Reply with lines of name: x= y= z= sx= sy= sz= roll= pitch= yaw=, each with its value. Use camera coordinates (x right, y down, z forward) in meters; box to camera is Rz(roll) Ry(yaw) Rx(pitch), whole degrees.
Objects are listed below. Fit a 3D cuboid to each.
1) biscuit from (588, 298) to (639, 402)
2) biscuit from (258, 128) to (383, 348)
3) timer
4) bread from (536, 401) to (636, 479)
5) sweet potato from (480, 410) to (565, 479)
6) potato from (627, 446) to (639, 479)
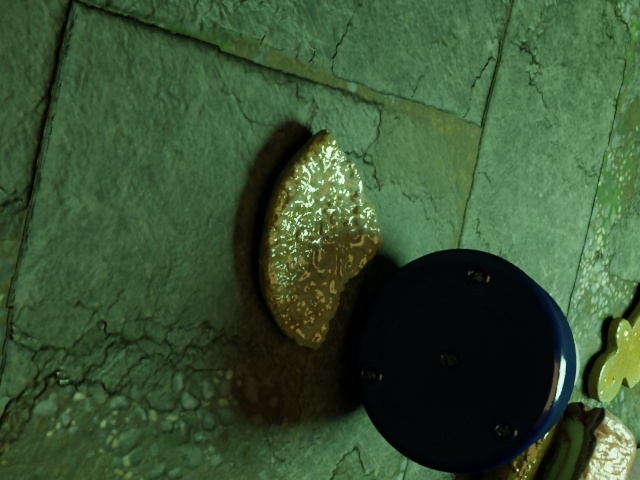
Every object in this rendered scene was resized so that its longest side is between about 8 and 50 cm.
biscuit: x=0.521 y=0.182 z=1.920 sx=0.234 sy=0.030 sz=0.153 roll=-46 pitch=128 yaw=-27
biscuit: x=0.000 y=0.000 z=1.335 sx=0.188 sy=0.040 sz=0.265 roll=-4 pitch=105 yaw=-45
timer: x=0.242 y=0.163 z=1.508 sx=0.383 sy=0.270 sz=0.270 roll=14 pitch=91 yaw=-61
bread: x=0.377 y=0.378 z=1.719 sx=0.123 sy=0.190 sz=0.244 roll=30 pitch=78 yaw=-13
sweet potato: x=0.299 y=0.300 z=1.688 sx=0.341 sy=0.092 sz=0.114 roll=-64 pitch=160 yaw=-11
potato: x=0.635 y=0.467 z=2.003 sx=0.266 sy=0.229 sz=0.229 roll=39 pitch=72 yaw=-59
